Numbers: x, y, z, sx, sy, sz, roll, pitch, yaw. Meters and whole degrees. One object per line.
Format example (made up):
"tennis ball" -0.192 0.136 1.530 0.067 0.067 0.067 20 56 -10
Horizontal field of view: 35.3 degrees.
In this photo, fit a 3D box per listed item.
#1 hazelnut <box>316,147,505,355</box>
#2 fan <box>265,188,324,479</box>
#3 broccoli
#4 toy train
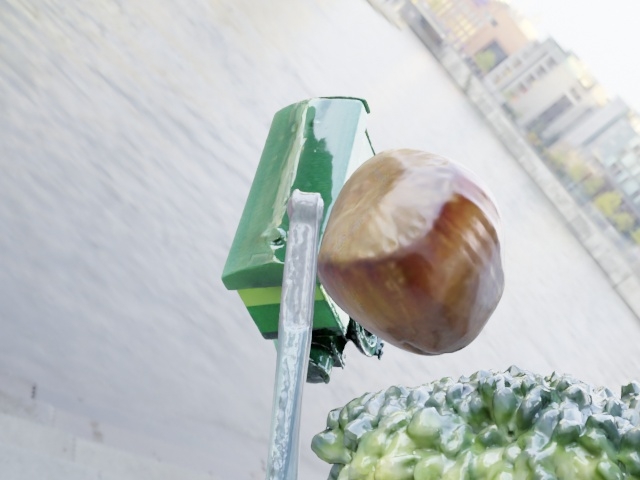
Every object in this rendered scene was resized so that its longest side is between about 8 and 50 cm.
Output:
"hazelnut" 0.071 0.011 0.761 0.150 0.150 0.150 47 13 -14
"fan" -0.018 0.104 0.562 0.057 0.023 0.281 47 45 -58
"broccoli" 0.101 0.181 0.449 0.247 0.243 0.263 29 -22 -27
"toy train" 0.000 0.000 1.078 0.300 0.120 0.202 -76 152 -42
